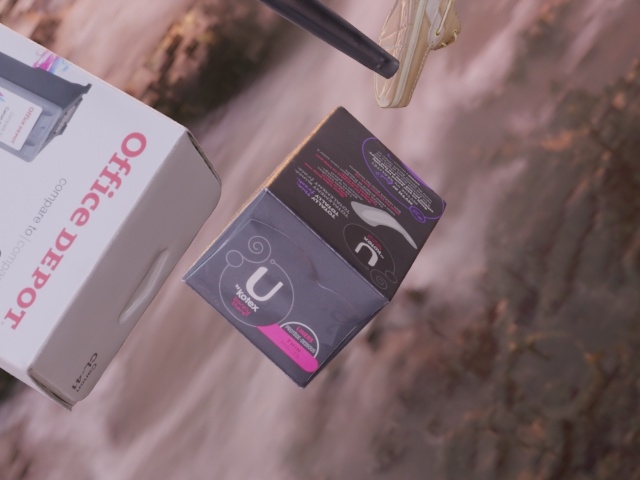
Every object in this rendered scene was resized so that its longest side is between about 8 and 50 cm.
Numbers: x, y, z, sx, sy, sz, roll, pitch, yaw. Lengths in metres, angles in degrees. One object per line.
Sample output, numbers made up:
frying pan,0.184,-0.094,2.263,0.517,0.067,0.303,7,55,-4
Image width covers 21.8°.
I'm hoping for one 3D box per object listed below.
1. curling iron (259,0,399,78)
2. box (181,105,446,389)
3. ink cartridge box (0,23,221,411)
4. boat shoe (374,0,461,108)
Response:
curling iron,-0.047,-0.213,1.279,0.068,0.274,0.035,-38,18,42
box,0.000,0.000,1.676,0.143,0.165,0.270,-46,3,26
ink cartridge box,-0.266,-0.046,1.296,0.306,0.131,0.226,29,79,19
boat shoe,0.093,-0.189,1.405,0.063,0.059,0.170,19,94,66
